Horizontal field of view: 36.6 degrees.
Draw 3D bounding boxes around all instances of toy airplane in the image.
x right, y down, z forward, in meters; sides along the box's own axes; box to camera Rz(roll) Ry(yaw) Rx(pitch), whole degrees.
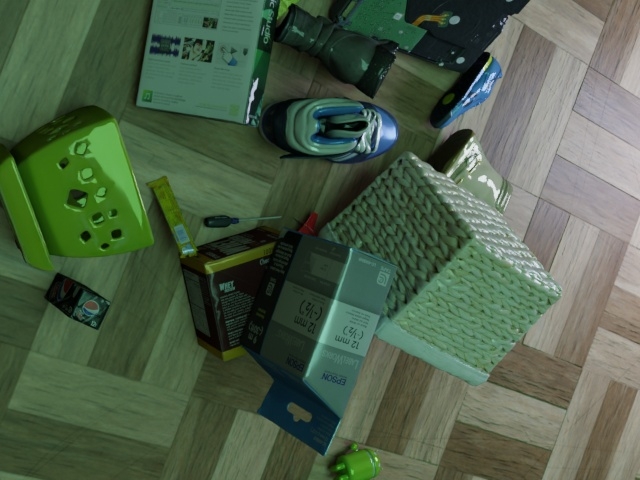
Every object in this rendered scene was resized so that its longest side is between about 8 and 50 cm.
[{"bbox_3d":[0.000,0.000,1.977,0.151,0.028,0.151,-5,100,-30],"label":"toy airplane"}]

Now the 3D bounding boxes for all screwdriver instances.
[{"bbox_3d":[-0.147,-0.040,1.888,0.169,0.025,0.024,-4,101,-28],"label":"screwdriver"}]

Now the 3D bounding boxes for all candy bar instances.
[{"bbox_3d":[-0.271,-0.042,1.785,0.040,0.018,0.161,-21,83,-24],"label":"candy bar"}]

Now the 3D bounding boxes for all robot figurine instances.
[{"bbox_3d":[0.079,0.487,2.086,0.115,0.067,0.101,-10,74,-27],"label":"robot figurine"}]

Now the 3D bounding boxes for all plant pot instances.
[{"bbox_3d":[-0.425,-0.082,1.613,0.207,0.227,0.228,-22,110,-18],"label":"plant pot"}]

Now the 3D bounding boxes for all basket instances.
[{"bbox_3d":[0.227,0.050,1.883,0.331,0.328,0.266,28,111,-38],"label":"basket"}]

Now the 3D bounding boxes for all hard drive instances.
[{"bbox_3d":[0.219,-0.471,1.918,0.339,0.237,0.064,11,49,-31],"label":"hard drive"}]

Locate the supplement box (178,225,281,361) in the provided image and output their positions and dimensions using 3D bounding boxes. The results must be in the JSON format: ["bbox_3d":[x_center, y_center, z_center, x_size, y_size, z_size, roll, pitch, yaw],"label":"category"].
[{"bbox_3d":[-0.143,0.097,1.853,0.191,0.129,0.194,-18,108,-26],"label":"supplement box"}]

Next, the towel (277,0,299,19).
[{"bbox_3d":[-0.092,-0.480,1.846,0.237,0.021,0.102,-45,112,-15],"label":"towel"}]

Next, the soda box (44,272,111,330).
[{"bbox_3d":[-0.421,0.103,1.672,0.060,0.169,0.053,30,83,-30],"label":"soda box"}]

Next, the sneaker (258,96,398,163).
[{"bbox_3d":[0.061,-0.206,1.854,0.322,0.236,0.130,2,98,-30],"label":"sneaker"}]

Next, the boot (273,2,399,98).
[{"bbox_3d":[0.027,-0.370,1.809,0.222,0.338,0.118,28,99,-3],"label":"boot"}]

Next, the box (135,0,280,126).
[{"bbox_3d":[-0.191,-0.373,1.693,0.058,0.232,0.322,-1,103,-65],"label":"box"}]

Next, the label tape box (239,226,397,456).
[{"bbox_3d":[-0.029,0.168,1.710,0.115,0.249,0.348,24,87,-32],"label":"label tape box"}]

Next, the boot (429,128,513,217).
[{"bbox_3d":[0.293,-0.083,2.097,0.203,0.095,0.262,47,73,-29],"label":"boot"}]

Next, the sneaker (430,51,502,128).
[{"bbox_3d":[0.321,-0.307,2.084,0.209,0.069,0.082,-51,122,-13],"label":"sneaker"}]
